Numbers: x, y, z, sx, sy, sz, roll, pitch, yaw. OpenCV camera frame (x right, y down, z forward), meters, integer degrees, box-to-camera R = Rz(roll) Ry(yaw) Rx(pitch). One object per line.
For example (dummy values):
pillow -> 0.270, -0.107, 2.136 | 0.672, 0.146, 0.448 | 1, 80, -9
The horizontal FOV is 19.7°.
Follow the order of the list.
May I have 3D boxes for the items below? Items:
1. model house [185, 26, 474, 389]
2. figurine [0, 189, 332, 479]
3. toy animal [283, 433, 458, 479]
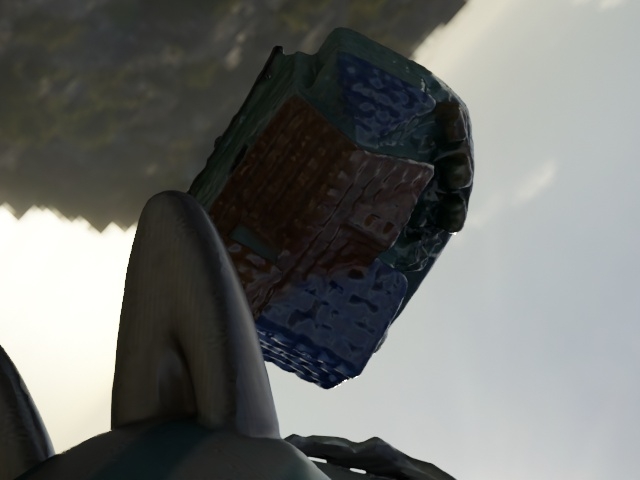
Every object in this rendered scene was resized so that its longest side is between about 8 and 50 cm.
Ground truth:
model house -> 0.000, 0.000, 0.794 | 0.148, 0.119, 0.148 | -56, -174, 21
figurine -> 0.006, 0.155, 0.587 | 0.361, 0.377, 0.266 | -1, 165, -23
toy animal -> -0.004, 0.290, 0.948 | 0.194, 0.258, 0.357 | -73, -177, -62
